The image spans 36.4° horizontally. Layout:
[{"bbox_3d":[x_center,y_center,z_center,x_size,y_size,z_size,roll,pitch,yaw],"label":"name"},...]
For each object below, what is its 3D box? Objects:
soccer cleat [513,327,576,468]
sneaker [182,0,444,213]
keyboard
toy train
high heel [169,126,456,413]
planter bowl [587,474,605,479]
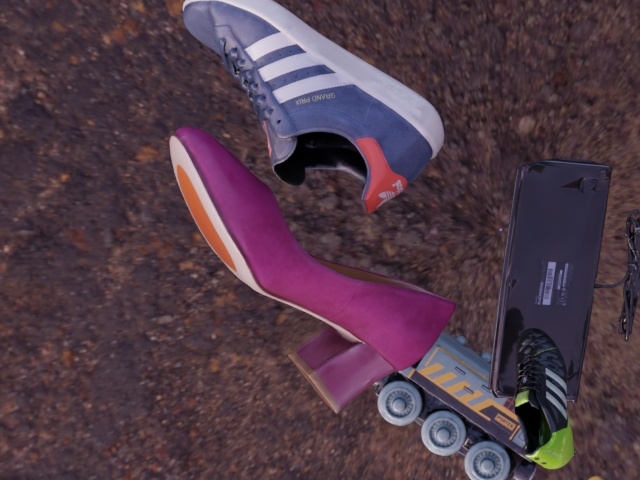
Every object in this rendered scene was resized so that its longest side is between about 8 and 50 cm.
[{"bbox_3d":[0.255,0.178,1.143,0.060,0.072,0.179,-32,47,36],"label":"soccer cleat"},{"bbox_3d":[-0.041,-0.156,1.086,0.350,0.131,0.148,33,79,20],"label":"sneaker"},{"bbox_3d":[0.327,0.055,1.253,0.201,0.033,0.317,5,101,-7],"label":"keyboard"},{"bbox_3d":[0.245,0.275,1.670,0.334,0.142,0.190,34,96,8],"label":"toy train"},{"bbox_3d":[0.000,0.000,0.976,0.181,0.377,0.127,-38,39,-10],"label":"high heel"},{"bbox_3d":[0.267,0.318,0.832,0.090,0.217,0.217,10,92,3],"label":"planter bowl"}]
